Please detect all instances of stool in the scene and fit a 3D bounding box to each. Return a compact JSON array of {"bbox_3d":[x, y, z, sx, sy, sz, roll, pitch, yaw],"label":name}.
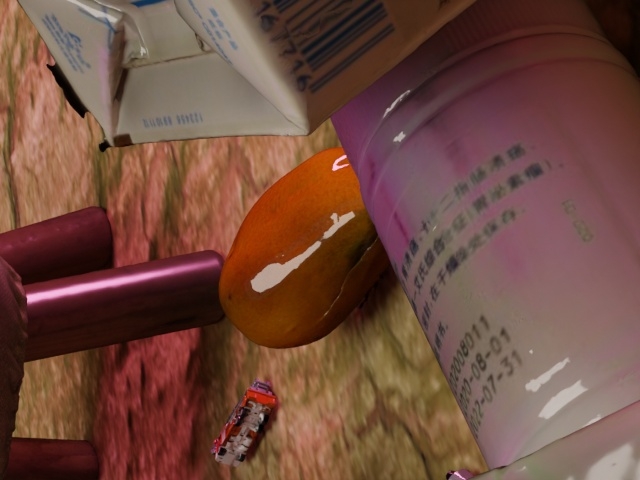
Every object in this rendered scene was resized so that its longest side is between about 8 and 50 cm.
[{"bbox_3d":[-0.231,0.125,1.287,0.310,0.226,0.310,21,110,57],"label":"stool"}]

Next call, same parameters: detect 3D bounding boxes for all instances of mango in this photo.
[{"bbox_3d":[0.002,0.002,1.044,0.159,0.084,0.105,-37,42,30],"label":"mango"}]

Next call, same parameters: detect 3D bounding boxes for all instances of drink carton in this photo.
[{"bbox_3d":[0.023,-0.178,0.766,0.194,0.324,0.132,5,131,58],"label":"drink carton"}]

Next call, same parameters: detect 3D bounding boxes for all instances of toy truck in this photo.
[{"bbox_3d":[-0.058,0.135,1.194,0.032,0.024,0.083,-93,25,-48],"label":"toy truck"}]

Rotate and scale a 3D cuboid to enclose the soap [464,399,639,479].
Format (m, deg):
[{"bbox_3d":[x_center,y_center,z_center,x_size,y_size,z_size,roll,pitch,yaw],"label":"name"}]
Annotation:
[{"bbox_3d":[0.166,0.141,0.637,0.182,0.199,0.138,-33,60,32],"label":"soap"}]

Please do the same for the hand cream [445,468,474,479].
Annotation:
[{"bbox_3d":[0.103,0.163,0.950,0.093,0.019,0.030,45,126,39],"label":"hand cream"}]

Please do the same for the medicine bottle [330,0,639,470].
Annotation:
[{"bbox_3d":[0.113,0.001,0.793,0.152,0.152,0.254,-58,44,42],"label":"medicine bottle"}]
